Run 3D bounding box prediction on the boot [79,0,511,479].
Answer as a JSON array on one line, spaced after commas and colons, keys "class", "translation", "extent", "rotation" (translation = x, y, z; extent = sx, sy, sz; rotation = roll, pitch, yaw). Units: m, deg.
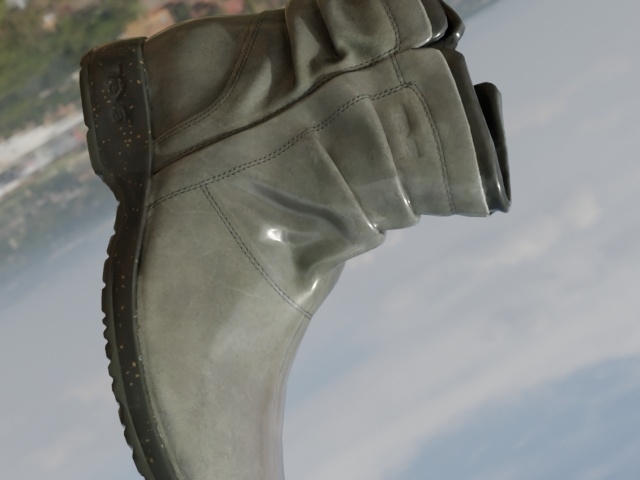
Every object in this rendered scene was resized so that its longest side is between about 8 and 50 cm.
[{"class": "boot", "translation": [0.000, 0.000, 0.595], "extent": [0.161, 0.247, 0.083], "rotation": [-16, 157, 11]}]
